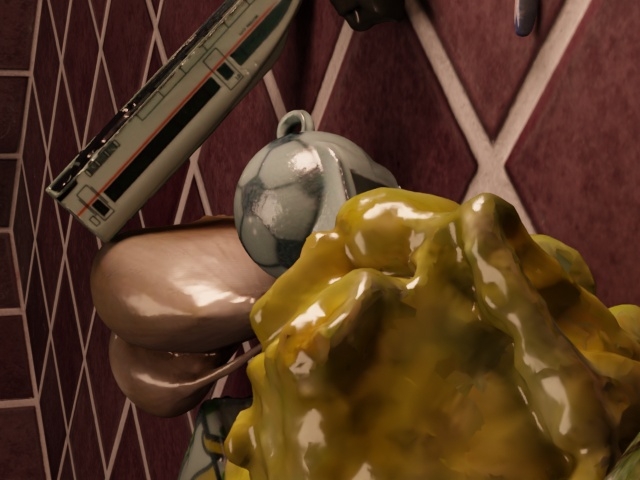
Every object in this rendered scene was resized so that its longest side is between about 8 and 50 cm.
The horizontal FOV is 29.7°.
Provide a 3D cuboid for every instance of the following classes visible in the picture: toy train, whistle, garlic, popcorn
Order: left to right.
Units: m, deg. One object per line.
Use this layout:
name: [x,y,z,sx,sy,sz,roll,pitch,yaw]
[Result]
toy train: [-0.128,-0.173,1.323,0.407,0.088,0.086,-49,20,-8]
garlic: [-0.130,0.098,1.348,0.340,0.246,0.231,-153,63,-64]
whistle: [0.000,0.000,1.138,0.163,0.163,0.289,124,139,-55]
popcorn: [0.089,0.122,0.776,0.312,0.312,0.312,178,90,-68]

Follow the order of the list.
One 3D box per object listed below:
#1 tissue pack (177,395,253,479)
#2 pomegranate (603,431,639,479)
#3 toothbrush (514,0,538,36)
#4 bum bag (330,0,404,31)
tissue pack: [-0.070,0.364,1.369,0.311,0.128,0.228,-112,30,-41]
pomegranate: [0.252,0.190,0.449,0.340,0.285,0.285,55,155,-1]
toothbrush: [0.151,-0.289,0.914,0.027,0.021,0.269,180,88,-73]
bum bag: [0.030,-0.322,1.146,0.142,0.080,0.326,-54,39,45]
